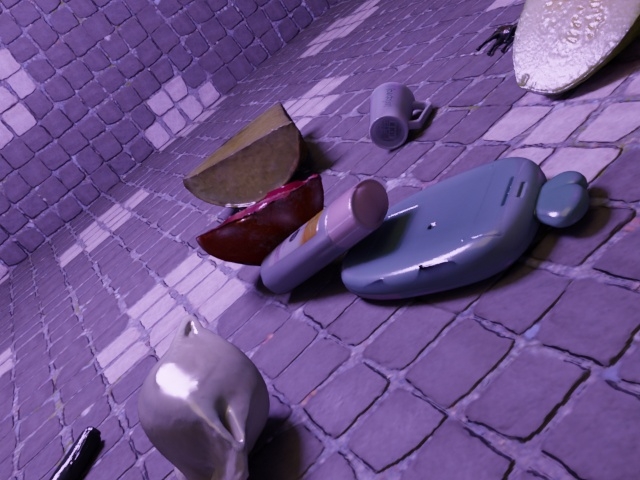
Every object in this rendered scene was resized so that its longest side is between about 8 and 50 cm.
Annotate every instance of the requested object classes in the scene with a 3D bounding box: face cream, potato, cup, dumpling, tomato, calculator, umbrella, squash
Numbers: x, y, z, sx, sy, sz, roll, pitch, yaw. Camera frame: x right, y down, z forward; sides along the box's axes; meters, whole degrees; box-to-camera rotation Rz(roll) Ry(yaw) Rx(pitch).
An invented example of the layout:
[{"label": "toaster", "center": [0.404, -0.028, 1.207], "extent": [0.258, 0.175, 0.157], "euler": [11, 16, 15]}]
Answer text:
[{"label": "face cream", "center": [0.000, 0.000, 0.832], "extent": [0.198, 0.057, 0.084], "euler": [-39, 16, 43]}, {"label": "potato", "center": [-0.098, -0.181, 1.336], "extent": [0.269, 0.112, 0.255], "euler": [-21, 24, 29]}, {"label": "cup", "center": [0.128, -0.202, 1.102], "extent": [0.104, 0.074, 0.116], "euler": [-1, 36, 10]}, {"label": "dumpling", "center": [-0.118, 0.179, 0.665], "extent": [0.229, 0.124, 0.151], "euler": [-124, 49, -60]}, {"label": "tomato", "center": [-0.068, -0.013, 0.958], "extent": [0.189, 0.099, 0.173], "euler": [-34, 10, -30]}, {"label": "calculator", "center": [0.142, -0.015, 0.732], "extent": [0.299, 0.041, 0.185], "euler": [-19, 29, 42]}, {"label": "umbrella", "center": [-0.312, 0.287, 0.840], "extent": [0.036, 0.031, 0.133], "euler": [-21, 26, 31]}, {"label": "squash", "center": [0.345, -0.329, 0.854], "extent": [0.260, 0.189, 0.189], "euler": [-38, 22, -13]}]

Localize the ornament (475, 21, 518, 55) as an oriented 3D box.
[{"label": "ornament", "center": [0.326, -0.359, 1.152], "extent": [0.125, 0.028, 0.073], "euler": [-47, 24, -17]}]
